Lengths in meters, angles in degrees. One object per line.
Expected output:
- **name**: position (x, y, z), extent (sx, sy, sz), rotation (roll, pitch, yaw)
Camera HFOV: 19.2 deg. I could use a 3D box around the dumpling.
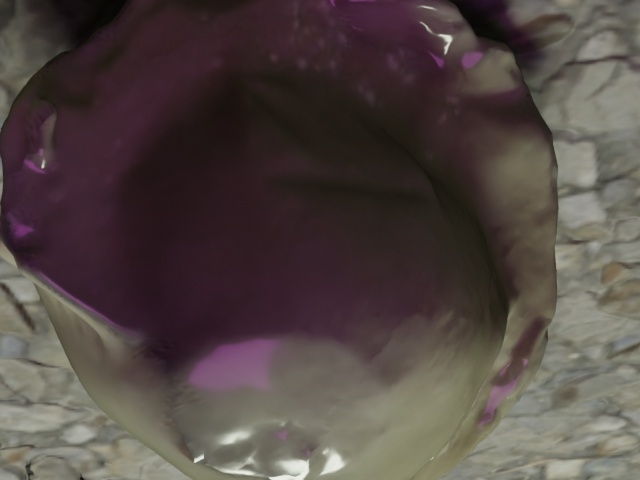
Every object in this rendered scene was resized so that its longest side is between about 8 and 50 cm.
- **dumpling**: position (0.000, 0.000, 0.676), extent (0.193, 0.147, 0.258), rotation (-48, 128, -8)
